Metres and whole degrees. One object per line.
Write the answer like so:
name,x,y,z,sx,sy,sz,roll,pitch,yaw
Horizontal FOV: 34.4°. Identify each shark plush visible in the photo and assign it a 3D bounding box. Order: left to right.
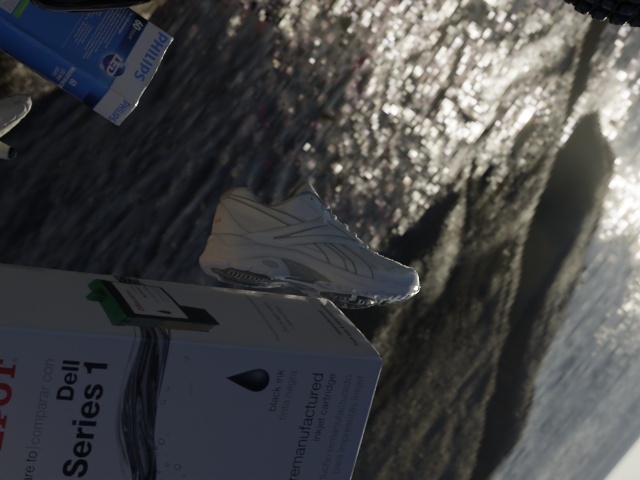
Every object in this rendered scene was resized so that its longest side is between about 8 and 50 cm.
shark plush,-0.396,-0.118,1.139,0.161,0.067,0.073,-20,132,16

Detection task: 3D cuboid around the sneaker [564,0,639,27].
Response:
sneaker,0.274,-0.327,1.064,0.134,0.343,0.146,77,34,-58

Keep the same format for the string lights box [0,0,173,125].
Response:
string lights box,-0.345,-0.287,1.401,0.076,0.259,0.133,-31,-149,53

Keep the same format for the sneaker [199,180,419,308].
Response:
sneaker,0.000,0.000,1.032,0.090,0.232,0.115,-25,-126,62

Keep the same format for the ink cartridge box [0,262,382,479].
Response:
ink cartridge box,-0.098,0.108,0.559,0.219,0.092,0.160,7,106,-24

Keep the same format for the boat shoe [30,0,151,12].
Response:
boat shoe,-0.206,-0.323,1.205,0.285,0.092,0.103,-16,125,-8
